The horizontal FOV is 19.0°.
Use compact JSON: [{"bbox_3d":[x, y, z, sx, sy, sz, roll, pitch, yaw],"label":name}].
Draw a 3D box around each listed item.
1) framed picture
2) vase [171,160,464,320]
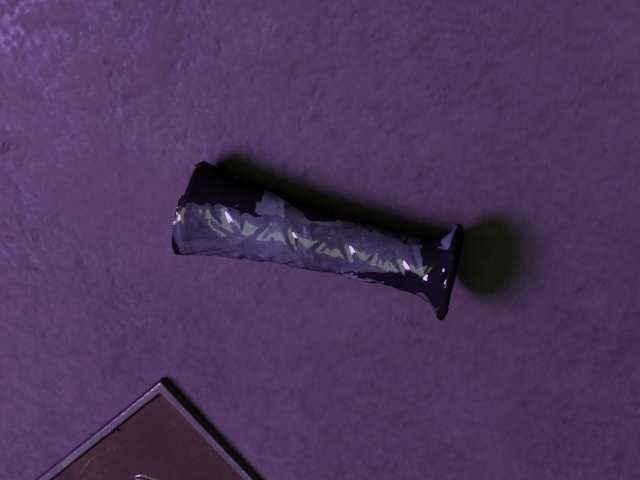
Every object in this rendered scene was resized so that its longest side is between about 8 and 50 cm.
[{"bbox_3d":[-0.118,0.169,1.245,0.149,0.011,0.109,-38,99,22],"label":"framed picture"},{"bbox_3d":[0.000,0.000,1.131,0.167,0.059,0.059,14,113,6],"label":"vase"}]
